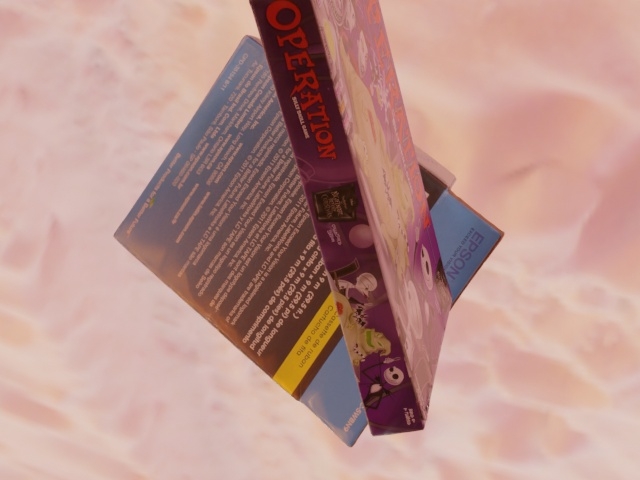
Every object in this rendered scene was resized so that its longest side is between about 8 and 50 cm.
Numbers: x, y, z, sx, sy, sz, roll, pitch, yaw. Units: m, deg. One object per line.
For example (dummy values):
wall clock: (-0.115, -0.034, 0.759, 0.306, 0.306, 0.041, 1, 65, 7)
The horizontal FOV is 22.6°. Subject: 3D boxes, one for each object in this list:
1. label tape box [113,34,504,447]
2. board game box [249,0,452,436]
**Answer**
label tape box: (0.000, 0.000, 1.491, 0.334, 0.240, 0.106, 40, -168, 27)
board game box: (0.032, -0.055, 1.193, 0.056, 0.208, 0.346, -11, 114, 11)
